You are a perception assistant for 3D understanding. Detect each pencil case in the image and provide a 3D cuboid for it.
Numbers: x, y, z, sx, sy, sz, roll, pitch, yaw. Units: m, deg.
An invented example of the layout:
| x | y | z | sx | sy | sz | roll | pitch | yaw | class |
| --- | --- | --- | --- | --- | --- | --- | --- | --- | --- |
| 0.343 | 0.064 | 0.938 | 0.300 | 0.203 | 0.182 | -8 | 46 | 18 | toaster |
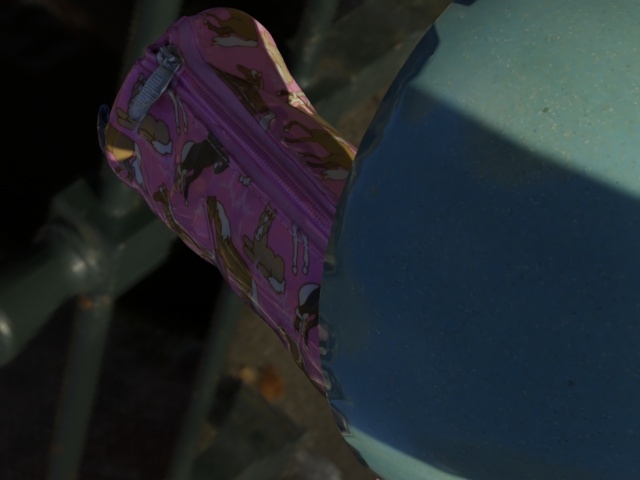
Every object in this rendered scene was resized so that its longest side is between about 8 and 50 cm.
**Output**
| x | y | z | sx | sy | sz | roll | pitch | yaw | class |
| --- | --- | --- | --- | --- | --- | --- | --- | --- | --- |
| 0.000 | 0.000 | 1.176 | 0.386 | 0.167 | 0.160 | 47 | 126 | 37 | pencil case |

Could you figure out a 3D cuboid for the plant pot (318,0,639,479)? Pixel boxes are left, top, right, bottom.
| x | y | z | sx | sy | sz | roll | pitch | yaw | class |
| --- | --- | --- | --- | --- | --- | --- | --- | --- | --- |
| 0.169 | 0.024 | 0.784 | 0.195 | 0.290 | 0.290 | 27 | 135 | 41 | plant pot |
